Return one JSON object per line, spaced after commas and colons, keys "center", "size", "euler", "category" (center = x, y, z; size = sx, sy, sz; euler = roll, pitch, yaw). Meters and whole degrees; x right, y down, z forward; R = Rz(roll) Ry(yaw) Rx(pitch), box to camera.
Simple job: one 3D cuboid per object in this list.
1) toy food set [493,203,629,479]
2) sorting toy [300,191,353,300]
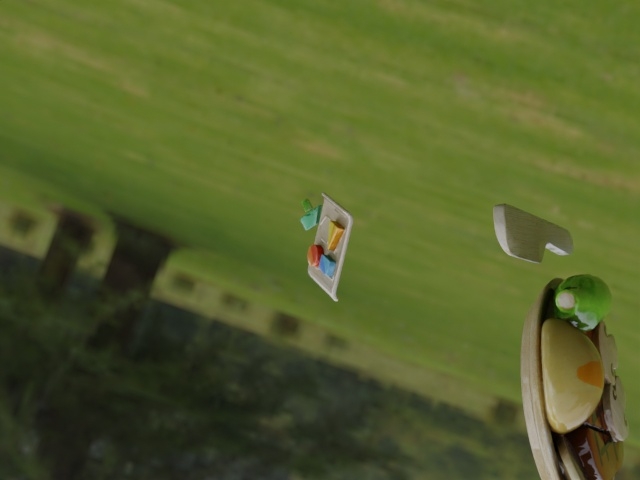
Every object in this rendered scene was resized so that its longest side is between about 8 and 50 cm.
{"center": [0.131, 0.078, 0.885], "size": [0.038, 0.192, 0.132], "euler": [-10, 172, 23], "category": "toy food set"}
{"center": [0.000, 0.000, 1.216], "size": [0.012, 0.062, 0.083], "euler": [5, -166, -19], "category": "sorting toy"}
